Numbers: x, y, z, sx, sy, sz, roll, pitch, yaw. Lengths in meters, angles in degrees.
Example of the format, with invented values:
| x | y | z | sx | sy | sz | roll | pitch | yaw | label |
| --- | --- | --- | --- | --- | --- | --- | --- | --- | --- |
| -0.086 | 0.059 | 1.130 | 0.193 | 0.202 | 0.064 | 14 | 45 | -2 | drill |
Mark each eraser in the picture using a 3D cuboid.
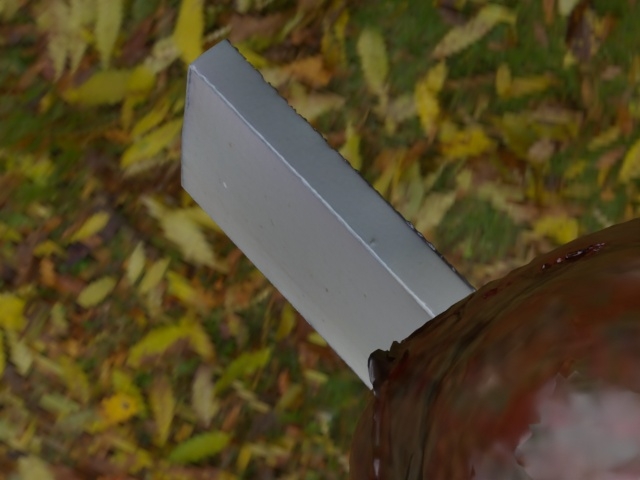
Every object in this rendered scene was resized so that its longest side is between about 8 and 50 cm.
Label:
| x | y | z | sx | sy | sz | roll | pitch | yaw | label |
| --- | --- | --- | --- | --- | --- | --- | --- | --- | --- |
| 0.000 | 0.000 | 0.776 | 0.150 | 0.023 | 0.104 | 47 | 157 | 16 | eraser |

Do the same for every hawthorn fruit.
| x | y | z | sx | sy | sz | roll | pitch | yaw | label |
| --- | --- | --- | --- | --- | --- | --- | --- | --- | --- |
| 0.125 | 0.072 | 0.488 | 0.235 | 0.181 | 0.181 | -12 | 115 | -11 | hawthorn fruit |
